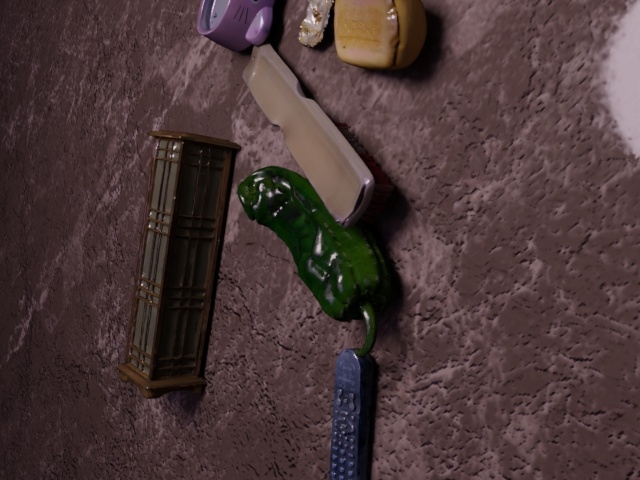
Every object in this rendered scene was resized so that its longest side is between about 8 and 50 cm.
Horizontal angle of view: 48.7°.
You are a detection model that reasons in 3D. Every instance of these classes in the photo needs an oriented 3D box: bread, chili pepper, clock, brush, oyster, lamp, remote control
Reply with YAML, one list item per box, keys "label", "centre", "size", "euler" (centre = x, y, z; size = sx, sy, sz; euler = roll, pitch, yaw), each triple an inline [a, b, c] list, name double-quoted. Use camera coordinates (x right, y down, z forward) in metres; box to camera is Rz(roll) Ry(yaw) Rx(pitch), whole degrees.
- label: "bread"
  centre: [0.059, -0.203, 0.665]
  size: [0.115, 0.056, 0.082]
  euler: [25, 124, 60]
- label: "chili pepper"
  centre: [-0.005, 0.001, 0.709]
  size: [0.100, 0.074, 0.257]
  euler: [-52, 42, 12]
- label: "clock"
  centre: [-0.091, -0.305, 0.836]
  size: [0.110, 0.050, 0.152]
  euler: [26, 102, 54]
- label: "brush"
  centre: [-0.012, -0.125, 0.753]
  size: [0.060, 0.050, 0.321]
  euler: [-63, 38, 27]
- label: "oyster"
  centre: [0.002, -0.249, 0.764]
  size: [0.054, 0.019, 0.083]
  euler: [36, 115, 46]
- label: "lamp"
  centre: [-0.181, 0.028, 0.894]
  size: [0.090, 0.089, 0.325]
  euler: [15, 99, 47]
- label: "remote control"
  centre: [0.031, 0.180, 0.684]
  size: [0.043, 0.027, 0.152]
  euler: [7, 93, 43]
